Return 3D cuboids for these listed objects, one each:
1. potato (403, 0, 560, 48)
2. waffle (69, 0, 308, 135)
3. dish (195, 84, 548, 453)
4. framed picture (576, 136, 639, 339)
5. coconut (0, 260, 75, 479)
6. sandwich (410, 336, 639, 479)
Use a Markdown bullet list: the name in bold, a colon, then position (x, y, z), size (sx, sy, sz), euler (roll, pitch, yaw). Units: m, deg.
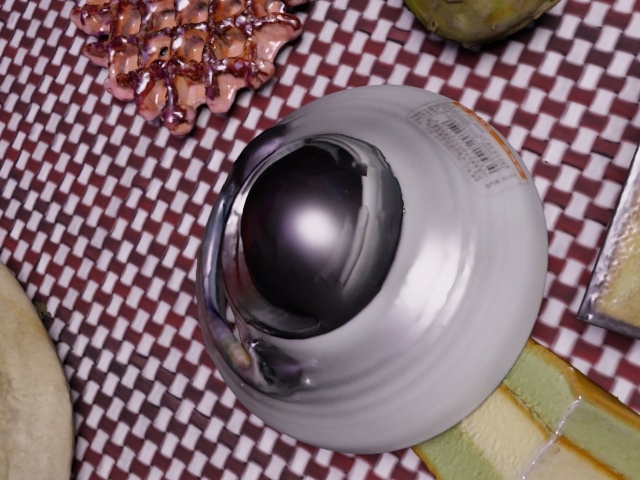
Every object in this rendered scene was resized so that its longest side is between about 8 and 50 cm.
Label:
- **potato**: position (0.109, -0.262, 0.543), size (0.149, 0.113, 0.252), euler (-19, 66, 24)
- **waffle**: position (-0.116, -0.211, 0.648), size (0.221, 0.055, 0.234), euler (-48, 64, 9)
- **dish**: position (0.000, 0.000, 0.493), size (0.273, 0.133, 0.274), euler (-12, 67, 30)
- **framed picture**: position (0.327, -0.072, 0.413), size (0.255, 0.014, 0.339), euler (18, 98, 9)
- **coconut**: position (-0.414, 0.157, 0.526), size (0.404, 0.404, 0.405), euler (-4, 79, 20)
- **sandwich**: position (0.173, 0.157, 0.494), size (0.187, 0.144, 0.117), euler (34, 94, -14)
